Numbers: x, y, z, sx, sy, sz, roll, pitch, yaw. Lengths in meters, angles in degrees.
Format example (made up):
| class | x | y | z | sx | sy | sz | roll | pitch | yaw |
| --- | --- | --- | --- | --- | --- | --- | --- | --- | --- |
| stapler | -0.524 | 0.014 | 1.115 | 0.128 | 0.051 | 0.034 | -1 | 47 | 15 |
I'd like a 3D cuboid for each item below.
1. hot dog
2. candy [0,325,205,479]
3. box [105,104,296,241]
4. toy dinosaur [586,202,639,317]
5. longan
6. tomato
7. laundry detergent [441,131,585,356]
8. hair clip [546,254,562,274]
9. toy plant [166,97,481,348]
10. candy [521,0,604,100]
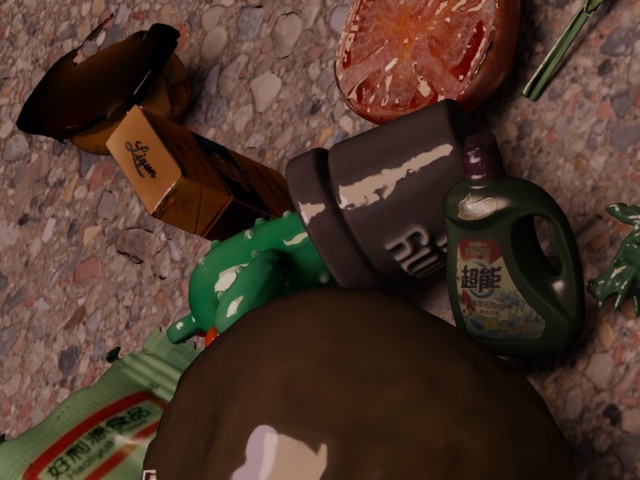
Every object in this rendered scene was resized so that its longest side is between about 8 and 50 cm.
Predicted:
| class | x | y | z | sx | sy | sz | roll | pitch | yaw |
| --- | --- | --- | --- | --- | --- | --- | --- | --- | --- |
| hot dog | -0.267 | -0.196 | 2.363 | 0.326 | 0.107 | 0.194 | 12 | 71 | 57 |
| candy | -0.251 | 0.286 | 2.098 | 0.263 | 0.172 | 0.398 | 31 | 74 | 38 |
| box | -0.119 | -0.057 | 2.039 | 0.070 | 0.237 | 0.152 | -53 | 43 | 17 |
| toy dinosaur | 0.367 | -0.028 | 1.655 | 0.292 | 0.079 | 0.120 | -45 | 51 | 24 |
| longan | 0.020 | 0.252 | 1.638 | 0.436 | 0.404 | 0.404 | 29 | 93 | 41 |
| tomato | 0.129 | -0.219 | 1.974 | 0.236 | 0.095 | 0.237 | -17 | 62 | 35 |
| laundry detergent | 0.188 | 0.001 | 1.737 | 0.144 | 0.078 | 0.222 | 1 | 108 | 32 |
| hair clip | 0.210 | 0.039 | 1.820 | 0.137 | 0.022 | 0.054 | -2 | 69 | 43 |
| toy plant | -0.001 | 0.006 | 1.883 | 0.400 | 0.185 | 0.279 | -28 | 25 | 17 |
| candy | 0.292 | -0.258 | 1.861 | 0.262 | 0.073 | 0.077 | -57 | 23 | 19 |
